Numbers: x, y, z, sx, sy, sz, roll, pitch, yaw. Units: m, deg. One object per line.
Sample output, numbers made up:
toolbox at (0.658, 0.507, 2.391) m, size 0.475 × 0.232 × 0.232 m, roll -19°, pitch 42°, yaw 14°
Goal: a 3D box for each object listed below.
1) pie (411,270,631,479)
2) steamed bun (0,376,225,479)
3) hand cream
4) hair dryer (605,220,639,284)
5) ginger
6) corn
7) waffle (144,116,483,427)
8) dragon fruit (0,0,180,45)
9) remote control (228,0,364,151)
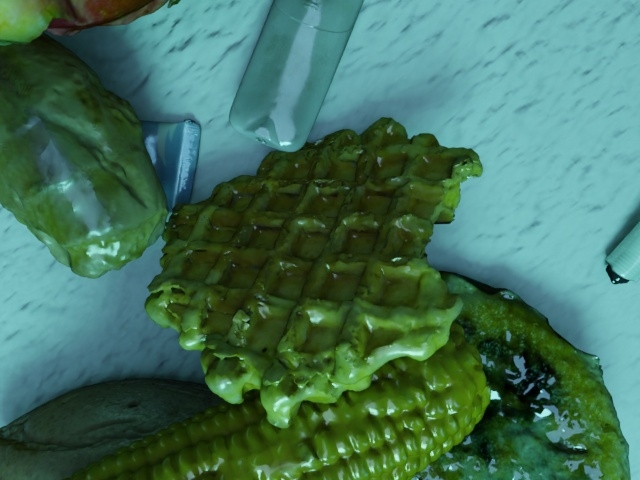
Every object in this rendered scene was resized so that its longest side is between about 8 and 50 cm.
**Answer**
pie at (0.121, 0.217, 0.475) m, size 0.297 × 0.078 × 0.371 m, roll 21°, pitch 74°, yaw 1°
steamed bun at (-0.171, 0.270, 0.495) m, size 0.302 × 0.199 × 0.251 m, roll -5°, pitch 103°, yaw 1°
hand cream at (-0.241, -0.087, 0.492) m, size 0.256 × 0.055 × 0.088 m, roll 9°, pitch 96°, yaw -10°
hair dryer at (0.353, -0.046, 0.492) m, size 0.131 × 0.073 × 0.236 m, roll 25°, pitch 109°, yaw -21°
ginger at (-0.218, -0.092, 0.418) m, size 0.263 × 0.109 × 0.116 m, roll 48°, pitch 129°, yaw -5°
corn at (-0.044, 0.162, 0.380) m, size 0.364 × 0.120 × 0.120 m, roll -26°, pitch 103°, yaw -13°
waffle at (0.000, 0.001, 0.417) m, size 0.291 × 0.291 × 0.051 m, roll -17°, pitch 134°, yaw 3°
dragon fruit at (-0.198, -0.251, 0.340) m, size 0.291 × 0.290 × 0.189 m, roll 42°, pitch 99°, yaw -9°
remote control at (-0.007, -0.189, 0.458) m, size 0.073 × 0.044 × 0.229 m, roll 22°, pitch 91°, yaw -4°
